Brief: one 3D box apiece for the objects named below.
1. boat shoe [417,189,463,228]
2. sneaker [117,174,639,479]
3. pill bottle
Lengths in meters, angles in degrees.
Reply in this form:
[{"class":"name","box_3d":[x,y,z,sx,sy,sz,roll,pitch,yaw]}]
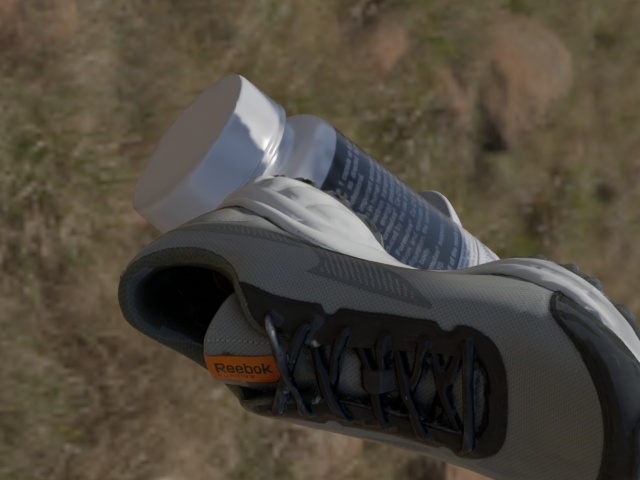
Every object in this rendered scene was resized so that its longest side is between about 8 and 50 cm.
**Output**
[{"class":"boat shoe","box_3d":[0.131,0.054,1.581,0.076,0.080,0.228,49,18,-46]},{"class":"sneaker","box_3d":[0.024,0.051,0.669,0.108,0.271,0.100,-22,120,-41]},{"class":"pill bottle","box_3d":[0.000,0.000,1.291,0.283,0.161,0.161,37,41,-22]}]
